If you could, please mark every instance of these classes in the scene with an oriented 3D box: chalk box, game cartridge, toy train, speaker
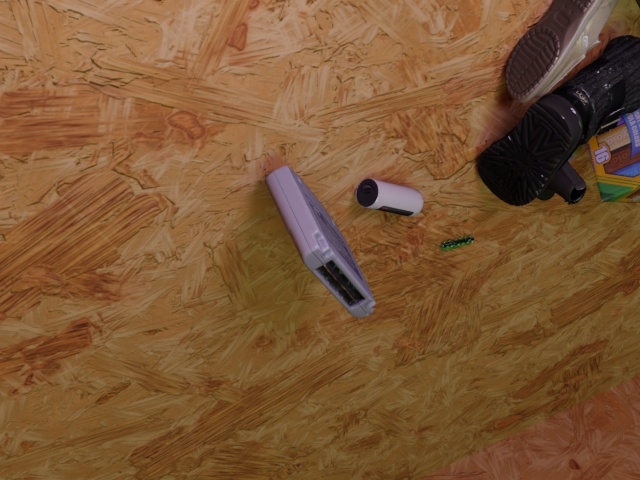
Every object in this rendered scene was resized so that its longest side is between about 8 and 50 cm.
[{"bbox_3d":[0.681,-0.198,1.947,0.180,0.179,0.289,1,163,-40],"label":"chalk box"},{"bbox_3d":[0.000,0.000,1.738,0.062,0.198,0.297,-33,148,4],"label":"game cartridge"},{"bbox_3d":[0.291,0.007,2.172,0.083,0.017,0.023,-12,154,-28],"label":"toy train"},{"bbox_3d":[0.128,-0.079,1.874,0.136,0.055,0.055,9,131,-47],"label":"speaker"}]

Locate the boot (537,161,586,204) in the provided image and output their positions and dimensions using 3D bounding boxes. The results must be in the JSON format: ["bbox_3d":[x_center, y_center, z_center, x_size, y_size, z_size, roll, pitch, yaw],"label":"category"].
[{"bbox_3d":[0.477,-0.103,2.051,0.077,0.137,0.198,-29,150,-3],"label":"boot"}]

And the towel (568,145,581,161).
[{"bbox_3d":[0.508,-0.189,2.065,0.060,0.009,0.083,-39,149,-10],"label":"towel"}]

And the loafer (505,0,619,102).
[{"bbox_3d":[0.411,-0.335,1.694,0.092,0.102,0.268,6,134,-36],"label":"loafer"}]

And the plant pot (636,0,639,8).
[{"bbox_3d":[0.574,-0.453,1.550,0.275,0.274,0.293,-29,164,-2],"label":"plant pot"}]

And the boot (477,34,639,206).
[{"bbox_3d":[0.458,-0.213,1.889,0.260,0.131,0.348,-38,174,-26],"label":"boot"}]
